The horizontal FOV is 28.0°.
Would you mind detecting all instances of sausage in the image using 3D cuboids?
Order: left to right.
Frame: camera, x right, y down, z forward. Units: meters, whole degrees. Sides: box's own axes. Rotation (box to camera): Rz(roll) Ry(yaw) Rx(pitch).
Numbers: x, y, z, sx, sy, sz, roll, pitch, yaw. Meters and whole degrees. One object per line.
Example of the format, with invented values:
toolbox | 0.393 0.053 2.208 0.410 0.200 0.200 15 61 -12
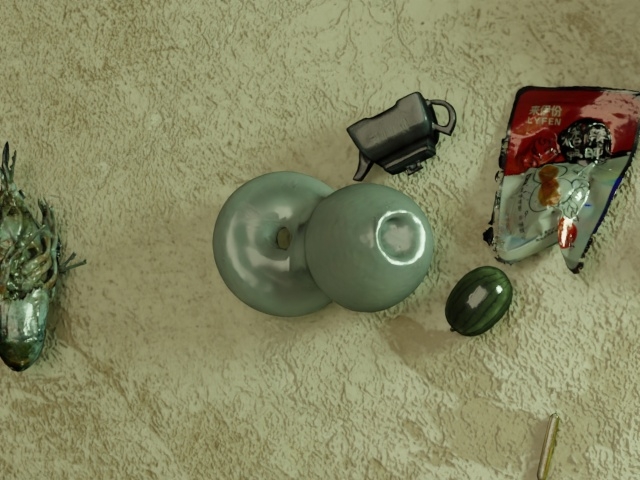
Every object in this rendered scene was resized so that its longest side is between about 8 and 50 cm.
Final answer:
sausage | 0.307 0.279 1.728 0.015 0.015 0.100 11 83 23

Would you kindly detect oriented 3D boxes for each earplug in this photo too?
earplug | 0.005 0.003 1.818 0.325 0.175 0.214 3 78 23

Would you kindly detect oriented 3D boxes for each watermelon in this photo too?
watermelon | 0.217 0.086 1.771 0.078 0.078 0.111 42 96 24

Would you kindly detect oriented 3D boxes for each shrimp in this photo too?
shrimp | -0.462 0.021 2.038 0.172 0.137 0.372 0 86 -15

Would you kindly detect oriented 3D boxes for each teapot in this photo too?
teapot | 0.118 -0.141 1.854 0.177 0.087 0.096 -27 75 15

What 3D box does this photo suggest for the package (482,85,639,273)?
package | 0.331 -0.087 1.772 0.194 0.071 0.270 10 70 21
